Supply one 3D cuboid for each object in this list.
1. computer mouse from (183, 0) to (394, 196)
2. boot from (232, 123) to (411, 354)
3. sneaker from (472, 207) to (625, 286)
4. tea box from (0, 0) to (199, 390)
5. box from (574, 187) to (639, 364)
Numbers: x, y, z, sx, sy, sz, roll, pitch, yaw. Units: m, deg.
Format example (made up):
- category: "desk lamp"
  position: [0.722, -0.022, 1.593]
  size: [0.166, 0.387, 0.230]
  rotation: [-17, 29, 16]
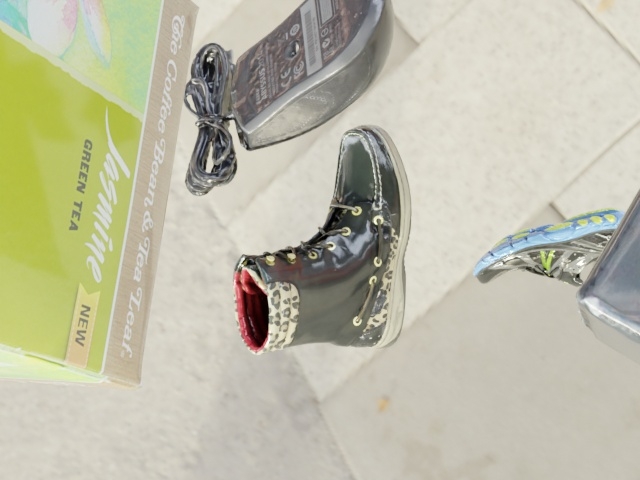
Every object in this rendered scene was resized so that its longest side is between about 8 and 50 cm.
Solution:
- category: "computer mouse"
  position: [-0.021, -0.160, 1.362]
  size: [0.272, 0.072, 0.188]
  rotation: [-30, 46, 35]
- category: "boot"
  position: [0.001, 0.001, 1.434]
  size: [0.085, 0.178, 0.236]
  rotation: [4, 97, 52]
- category: "sneaker"
  position: [0.258, 0.021, 1.568]
  size: [0.188, 0.078, 0.067]
  rotation: [-15, 11, 21]
- category: "tea box"
  position: [-0.283, -0.067, 0.659]
  size: [0.329, 0.323, 0.220]
  rotation: [1, 77, 26]
- category: "box"
  position: [0.436, -0.048, 0.621]
  size: [0.480, 0.297, 0.472]
  rotation: [30, 92, 14]
